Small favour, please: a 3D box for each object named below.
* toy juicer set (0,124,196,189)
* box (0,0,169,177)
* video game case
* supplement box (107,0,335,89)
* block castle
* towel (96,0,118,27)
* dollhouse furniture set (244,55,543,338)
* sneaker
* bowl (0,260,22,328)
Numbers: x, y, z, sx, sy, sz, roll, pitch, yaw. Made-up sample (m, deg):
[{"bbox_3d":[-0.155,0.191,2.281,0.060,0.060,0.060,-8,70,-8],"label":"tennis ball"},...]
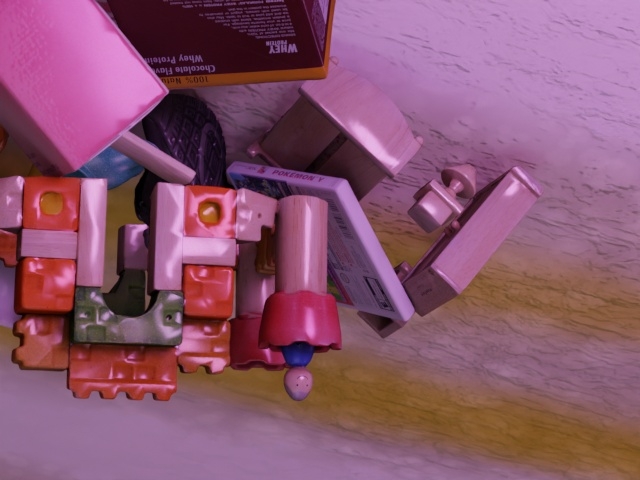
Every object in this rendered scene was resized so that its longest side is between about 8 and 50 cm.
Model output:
[{"bbox_3d":[-0.282,-0.128,1.938,0.209,0.089,0.329,41,153,-24],"label":"toy juicer set"},{"bbox_3d":[-0.279,-0.187,1.724,0.232,0.127,0.148,51,164,-10],"label":"box"},{"bbox_3d":[0.000,0.000,2.004,0.183,0.023,0.201,11,141,45],"label":"video game case"},{"bbox_3d":[-0.098,-0.259,1.712,0.191,0.129,0.194,-3,145,13],"label":"supplement box"},{"bbox_3d":[-0.220,0.068,1.841,0.453,0.213,0.303,3,170,-15],"label":"block castle"},{"bbox_3d":[-0.249,-0.231,1.867,0.144,0.029,0.197,-2,145,10],"label":"towel"},{"bbox_3d":[0.050,-0.100,2.008,0.355,0.174,0.303,44,152,-3],"label":"dollhouse furniture set"},{"bbox_3d":[-0.165,-0.062,2.043,0.130,0.109,0.286,3,144,19],"label":"sneaker"},{"bbox_3d":[-0.436,-0.004,2.085,0.297,0.134,0.298,22,180,0],"label":"bowl"}]
